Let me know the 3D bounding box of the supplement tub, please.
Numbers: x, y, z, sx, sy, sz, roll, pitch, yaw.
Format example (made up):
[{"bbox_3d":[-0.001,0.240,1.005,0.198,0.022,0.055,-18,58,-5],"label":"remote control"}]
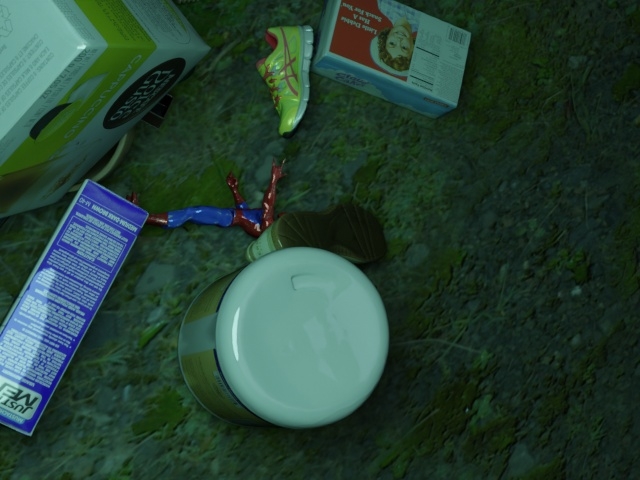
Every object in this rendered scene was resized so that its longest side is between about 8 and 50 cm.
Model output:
[{"bbox_3d":[-0.070,0.149,1.295,0.241,0.331,0.241,4,79,-21],"label":"supplement tub"}]

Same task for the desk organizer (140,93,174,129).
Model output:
[{"bbox_3d":[-0.302,-0.233,1.427,0.130,0.050,0.047,27,71,-15],"label":"desk organizer"}]

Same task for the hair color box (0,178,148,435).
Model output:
[{"bbox_3d":[-0.377,0.097,1.261,0.110,0.185,0.339,32,70,-15],"label":"hair color box"}]

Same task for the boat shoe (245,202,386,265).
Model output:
[{"bbox_3d":[0.000,0.000,1.458,0.285,0.089,0.104,2,68,-49],"label":"boat shoe"}]

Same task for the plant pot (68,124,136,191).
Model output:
[{"bbox_3d":[-0.367,-0.194,1.336,0.237,0.110,0.237,3,101,16],"label":"plant pot"}]

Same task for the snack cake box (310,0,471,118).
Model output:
[{"bbox_3d":[0.125,-0.336,1.600,0.264,0.089,0.152,18,76,-18],"label":"snack cake box"}]

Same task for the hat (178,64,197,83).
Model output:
[{"bbox_3d":[-0.265,-0.355,1.362,0.208,0.183,0.173,-12,58,-34],"label":"hat"}]

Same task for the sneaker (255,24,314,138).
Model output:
[{"bbox_3d":[-0.066,-0.271,1.523,0.094,0.081,0.208,7,71,-14],"label":"sneaker"}]

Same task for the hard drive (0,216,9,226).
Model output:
[{"bbox_3d":[-0.515,-0.078,1.327,0.135,0.022,0.094,38,69,-12],"label":"hard drive"}]

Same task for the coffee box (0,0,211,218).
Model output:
[{"bbox_3d":[-0.406,-0.252,1.102,0.337,0.334,0.338,-40,88,19],"label":"coffee box"}]

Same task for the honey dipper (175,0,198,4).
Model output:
[{"bbox_3d":[-0.279,-0.397,1.482,0.161,0.030,0.030,-16,86,-21],"label":"honey dipper"}]

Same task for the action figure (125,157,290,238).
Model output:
[{"bbox_3d":[-0.161,-0.074,1.430,0.280,0.091,0.139,9,86,-20],"label":"action figure"}]
